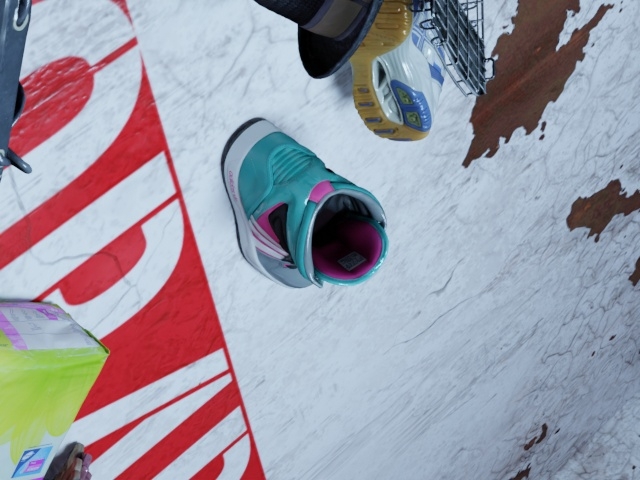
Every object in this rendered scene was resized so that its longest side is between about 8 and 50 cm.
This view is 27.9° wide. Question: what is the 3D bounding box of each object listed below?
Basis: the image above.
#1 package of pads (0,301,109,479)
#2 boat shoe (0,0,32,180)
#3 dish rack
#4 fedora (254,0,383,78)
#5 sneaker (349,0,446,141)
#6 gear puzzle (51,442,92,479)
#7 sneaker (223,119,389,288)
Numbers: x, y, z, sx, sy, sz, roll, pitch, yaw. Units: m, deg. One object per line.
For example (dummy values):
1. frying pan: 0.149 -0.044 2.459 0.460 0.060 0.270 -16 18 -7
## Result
1. package of pads: -0.367 0.168 1.252 0.296 0.101 0.229 4 120 -56
2. boat shoe: -0.301 -0.085 0.940 0.156 0.187 0.500 -50 170 -40
3. dish rack: 0.116 -0.282 1.287 0.208 0.074 0.271 39 47 -60
4. fedora: -0.021 -0.306 1.115 0.152 0.334 0.334 11 121 -14
5. sneaker: 0.073 -0.250 1.424 0.296 0.112 0.131 74 33 -49
6. gear puzzle: -0.354 0.404 1.486 0.339 0.044 0.175 -55 -166 7
7. sneaker: 0.000 0.000 1.493 0.124 0.178 0.295 -43 150 -14
